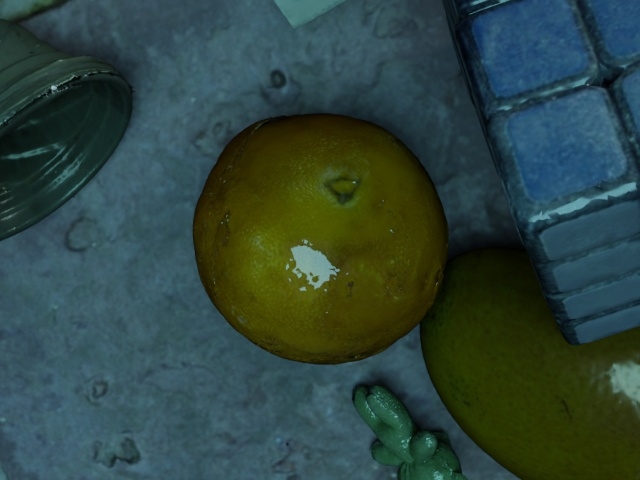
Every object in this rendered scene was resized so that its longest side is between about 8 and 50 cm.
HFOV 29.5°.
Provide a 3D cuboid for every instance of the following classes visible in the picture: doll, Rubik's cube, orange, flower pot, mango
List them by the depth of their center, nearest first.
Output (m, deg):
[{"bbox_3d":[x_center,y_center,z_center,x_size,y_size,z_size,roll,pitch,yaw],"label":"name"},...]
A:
[{"bbox_3d":[0.285,-0.152,0.960,0.344,0.344,0.337,-18,67,10],"label":"Rubik's cube"},{"bbox_3d":[0.000,0.000,1.126,0.240,0.240,0.240,0,106,1],"label":"orange"},{"bbox_3d":[-0.302,-0.113,1.130,0.140,0.235,0.235,44,104,12],"label":"flower pot"},{"bbox_3d":[0.276,0.129,1.171,0.378,0.221,0.264,18,111,7],"label":"mango"},{"bbox_3d":[0.095,0.208,1.269,0.150,0.077,0.115,52,146,-7],"label":"doll"}]

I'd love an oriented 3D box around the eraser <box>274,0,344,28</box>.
[{"bbox_3d":[0.123,-0.330,1.048,0.404,0.096,0.098,-27,110,23],"label":"eraser"}]
